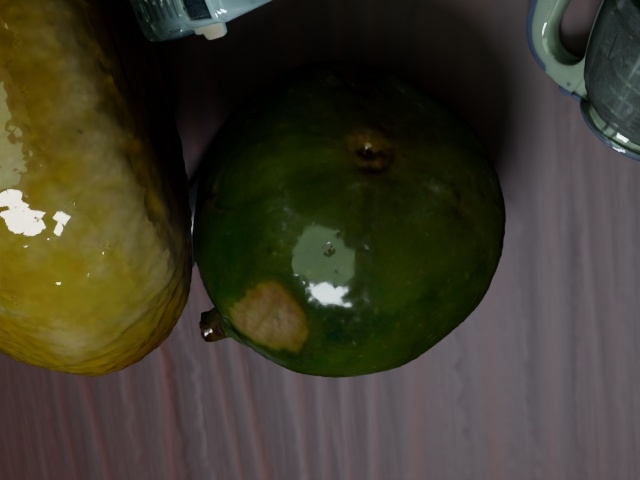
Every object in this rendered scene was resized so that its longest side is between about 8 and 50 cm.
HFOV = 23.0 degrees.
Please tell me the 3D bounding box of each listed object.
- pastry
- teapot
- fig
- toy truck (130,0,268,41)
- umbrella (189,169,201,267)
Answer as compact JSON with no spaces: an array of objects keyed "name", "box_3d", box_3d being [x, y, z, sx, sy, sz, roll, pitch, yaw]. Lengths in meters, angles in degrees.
[{"name":"pastry","box_3d":[-0.176,-0.084,0.910,0.164,0.356,0.356,-16,107,-2]},{"name":"teapot","box_3d":[0.192,-0.109,0.949,0.149,0.111,0.108,26,128,-5]},{"name":"fig","box_3d":[0.000,0.000,1.008,0.195,0.195,0.245,41,144,-5]},{"name":"toy truck","box_3d":[-0.024,-0.178,0.915,0.115,0.178,0.080,-1,114,44]},{"name":"umbrella","box_3d":[-0.078,-0.024,1.077,0.036,0.031,0.133,38,114,-2]}]
